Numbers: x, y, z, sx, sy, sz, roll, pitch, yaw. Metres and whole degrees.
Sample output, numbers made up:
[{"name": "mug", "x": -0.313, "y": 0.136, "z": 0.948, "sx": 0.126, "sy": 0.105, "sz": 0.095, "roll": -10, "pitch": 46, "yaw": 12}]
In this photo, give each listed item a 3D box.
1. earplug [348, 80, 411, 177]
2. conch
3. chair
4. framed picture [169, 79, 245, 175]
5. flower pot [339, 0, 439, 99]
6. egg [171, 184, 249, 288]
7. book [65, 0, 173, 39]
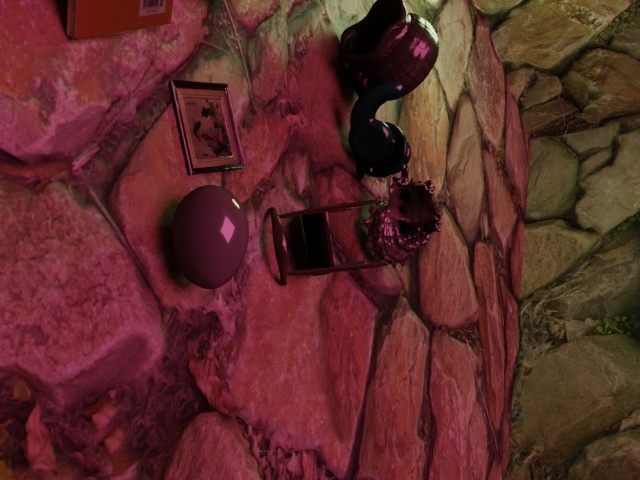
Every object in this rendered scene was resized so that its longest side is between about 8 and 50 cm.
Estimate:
[{"name": "earplug", "x": 0.185, "y": -0.313, "z": 2.037, "sx": 0.280, "sy": 0.164, "sz": 0.257, "roll": 27, "pitch": 72, "yaw": -61}, {"name": "conch", "x": 0.230, "y": -0.062, "z": 2.038, "sx": 0.240, "sy": 0.313, "sz": 0.186, "roll": 8, "pitch": 30, "yaw": -33}, {"name": "chair", "x": 0.000, "y": 0.000, "z": 1.677, "sx": 0.272, "sy": 0.166, "sz": 0.188, "roll": -8, "pitch": 90, "yaw": -18}, {"name": "framed picture", "x": -0.238, "y": -0.243, "z": 1.467, "sx": 0.195, "sy": 0.010, "sz": 0.199, "roll": -18, "pitch": 97, "yaw": -60}, {"name": "flower pot", "x": 0.191, "y": -0.558, "z": 2.053, "sx": 0.213, "sy": 0.302, "sz": 0.302, "roll": 42, "pitch": 46, "yaw": -29}, {"name": "egg", "x": -0.210, "y": -0.007, "z": 1.311, "sx": 0.146, "sy": 0.146, "sz": 0.199, "roll": 17, "pitch": 74, "yaw": -57}, {"name": "book", "x": -0.324, "y": -0.545, "z": 1.182, "sx": 0.262, "sy": 0.028, "sz": 0.374, "roll": -37, "pitch": 146, "yaw": -54}]
